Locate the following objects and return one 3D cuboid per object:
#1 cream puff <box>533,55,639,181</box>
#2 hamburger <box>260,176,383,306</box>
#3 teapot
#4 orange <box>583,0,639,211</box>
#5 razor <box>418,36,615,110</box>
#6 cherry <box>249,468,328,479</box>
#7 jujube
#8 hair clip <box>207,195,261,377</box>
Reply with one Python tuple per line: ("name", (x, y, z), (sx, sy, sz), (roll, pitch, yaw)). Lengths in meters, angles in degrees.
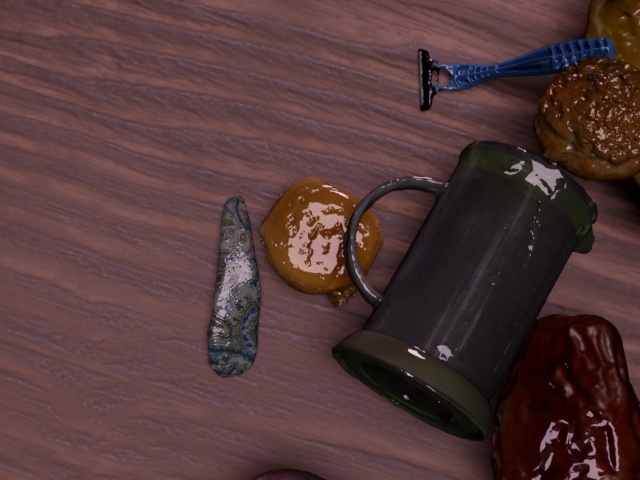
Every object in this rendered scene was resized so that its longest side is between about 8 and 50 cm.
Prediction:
("cream puff", (0.323, -0.146, 1.266), (0.150, 0.115, 0.165), (-4, 45, -11))
("hamburger", (0.000, 0.000, 1.373), (0.147, 0.083, 0.138), (33, 88, 1))
("teapot", (0.159, 0.029, 1.313), (0.270, 0.200, 0.337), (32, 75, -1))
("orange", (0.485, -0.187, 1.348), (0.210, 0.271, 0.368), (-16, 90, -47))
("razor", (0.239, -0.217, 1.375), (0.253, 0.042, 0.082), (-6, 85, 33))
("cherry", (-0.033, 0.409, 1.283), (0.307, 0.221, 0.261), (37, 86, -20))
("jujube", (0.301, 0.236, 1.336), (0.197, 0.197, 0.290), (6, 72, -5))
("hair clip", (-0.107, 0.057, 1.382), (0.066, 0.036, 0.229), (2, 87, -11))
